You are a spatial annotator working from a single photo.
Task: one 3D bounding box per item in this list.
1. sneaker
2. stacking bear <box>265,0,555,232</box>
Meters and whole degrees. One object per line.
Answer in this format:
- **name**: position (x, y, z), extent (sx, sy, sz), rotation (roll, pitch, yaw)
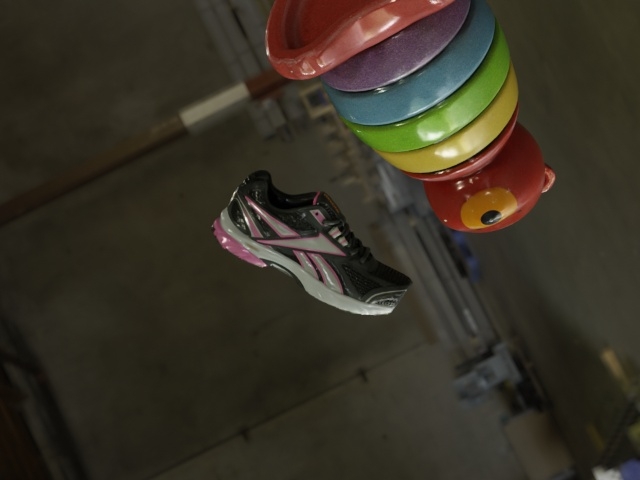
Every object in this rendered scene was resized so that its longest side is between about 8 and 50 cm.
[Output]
- **sneaker**: position (0.000, 0.000, 1.139), extent (0.178, 0.077, 0.072), rotation (24, -159, -6)
- **stacking bear**: position (0.098, -0.118, 1.131), extent (0.289, 0.175, 0.164), rotation (53, -164, -36)
